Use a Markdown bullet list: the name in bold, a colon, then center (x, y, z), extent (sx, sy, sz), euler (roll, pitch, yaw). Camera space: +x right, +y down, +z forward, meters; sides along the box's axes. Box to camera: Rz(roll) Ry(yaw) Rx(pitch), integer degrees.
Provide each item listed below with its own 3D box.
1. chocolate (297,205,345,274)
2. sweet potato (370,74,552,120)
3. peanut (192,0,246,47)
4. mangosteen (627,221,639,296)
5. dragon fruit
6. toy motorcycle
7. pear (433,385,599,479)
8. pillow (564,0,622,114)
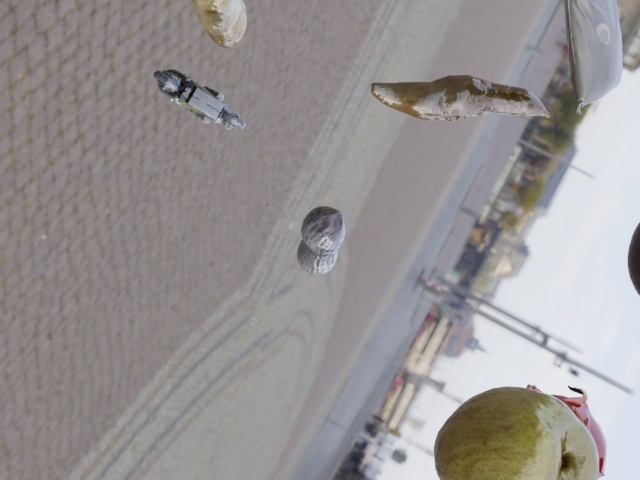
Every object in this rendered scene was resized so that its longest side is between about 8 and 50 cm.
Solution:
- **chocolate**: center (0.000, 0.000, 1.623), extent (0.072, 0.072, 0.167), euler (-58, 173, -28)
- **sweet potato**: center (0.201, -0.200, 1.410), extent (0.067, 0.273, 0.067), euler (-178, -90, -78)
- **peanut**: center (-0.176, -0.407, 1.750), extent (0.228, 0.085, 0.104), euler (55, 38, -83)
- **mangosteen**: center (0.665, 0.032, 1.721), extent (0.265, 0.228, 0.228), euler (4, -124, 50)
- **dragon fruit**: center (0.487, 0.424, 2.095), extent (0.224, 0.224, 0.227), euler (109, -26, -48)
- **toy motorcycle**: center (-0.222, -0.254, 1.780), extent (0.061, 0.193, 0.124), euler (-60, -152, 3)
- **pear**: center (0.277, 0.316, 1.452), extent (0.211, 0.228, 0.188), euler (-9, -135, 44)
- **pillow**: center (0.357, -0.307, 1.306), extent (0.169, 0.059, 0.255), euler (-34, 116, -53)
